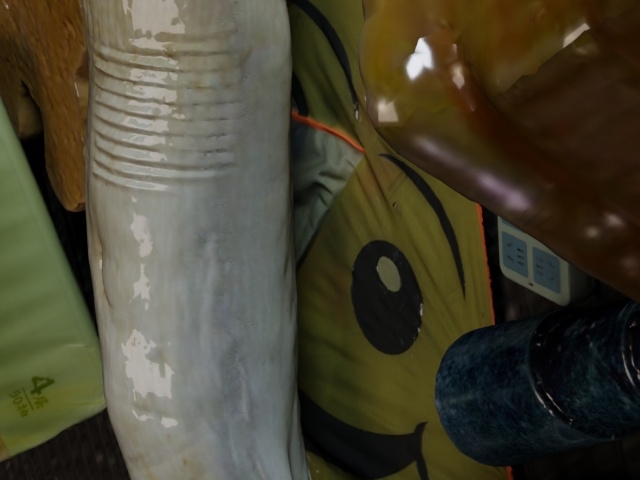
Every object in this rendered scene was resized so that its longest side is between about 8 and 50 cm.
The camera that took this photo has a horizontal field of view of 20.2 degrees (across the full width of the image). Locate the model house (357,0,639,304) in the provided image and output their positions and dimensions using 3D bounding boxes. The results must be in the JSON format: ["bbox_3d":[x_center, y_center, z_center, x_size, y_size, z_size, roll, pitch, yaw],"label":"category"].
[{"bbox_3d":[0.129,-0.091,0.368,0.229,0.219,0.199,-25,51,55],"label":"model house"}]

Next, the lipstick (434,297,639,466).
[{"bbox_3d":[0.119,0.038,0.578,0.234,0.053,0.053,-21,90,61],"label":"lipstick"}]

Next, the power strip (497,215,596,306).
[{"bbox_3d":[0.080,-0.019,0.644,0.040,0.016,0.090,29,132,50],"label":"power strip"}]

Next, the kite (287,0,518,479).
[{"bbox_3d":[0.002,-0.001,0.796,0.377,0.013,0.327,59,149,19],"label":"kite"}]

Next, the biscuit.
[{"bbox_3d":[-0.146,-0.132,0.938,0.144,0.040,0.236,40,140,34],"label":"biscuit"}]

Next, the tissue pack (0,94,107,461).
[{"bbox_3d":[-0.224,-0.001,1.026,0.159,0.125,0.234,32,146,55],"label":"tissue pack"}]

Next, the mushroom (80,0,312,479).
[{"bbox_3d":[-0.051,0.004,0.780,0.122,0.095,0.351,13,120,43],"label":"mushroom"}]
